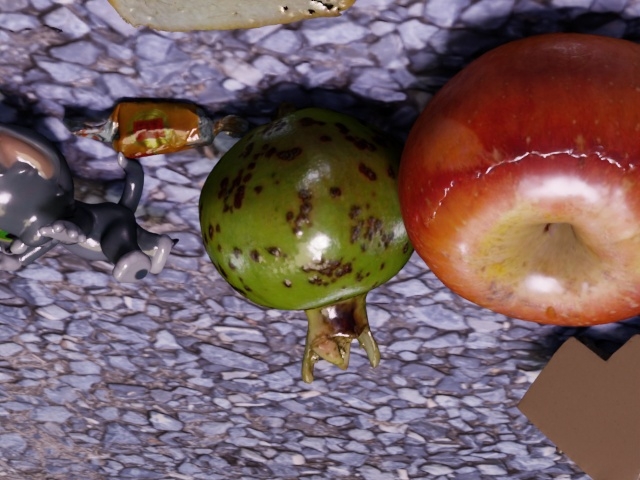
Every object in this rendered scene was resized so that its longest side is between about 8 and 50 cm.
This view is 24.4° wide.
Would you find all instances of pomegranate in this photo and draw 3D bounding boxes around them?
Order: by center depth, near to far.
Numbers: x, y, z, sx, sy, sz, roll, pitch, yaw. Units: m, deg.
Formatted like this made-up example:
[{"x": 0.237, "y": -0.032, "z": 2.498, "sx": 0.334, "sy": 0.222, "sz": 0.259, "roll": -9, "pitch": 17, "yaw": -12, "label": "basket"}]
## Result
[{"x": 0.000, "y": 0.000, "z": 1.352, "sx": 0.211, "sy": 0.263, "sz": 0.211, "roll": -15, "pitch": -175, "yaw": 1, "label": "pomegranate"}]

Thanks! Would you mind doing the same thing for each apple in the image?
[{"x": 0.203, "y": -0.058, "z": 1.241, "sx": 0.271, "sy": 0.206, "sz": 0.251, "roll": -15, "pitch": 134, "yaw": 29, "label": "apple"}]

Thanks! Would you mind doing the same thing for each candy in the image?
[{"x": -0.157, "y": -0.103, "z": 1.387, "sx": 0.182, "sy": 0.046, "sz": 0.053, "roll": 0, "pitch": 152, "yaw": 7, "label": "candy"}]

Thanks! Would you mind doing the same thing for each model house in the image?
[{"x": 0.363, "y": 0.201, "z": 1.743, "sx": 0.181, "sy": 0.176, "sz": 0.248, "roll": 42, "pitch": -175, "yaw": 23, "label": "model house"}]

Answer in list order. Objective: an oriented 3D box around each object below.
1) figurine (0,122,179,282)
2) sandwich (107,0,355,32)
[{"x": -0.250, "y": -0.035, "z": 1.442, "sx": 0.265, "sy": 0.140, "sz": 0.193, "roll": 7, "pitch": 177, "yaw": -27, "label": "figurine"}, {"x": -0.105, "y": -0.249, "z": 1.048, "sx": 0.226, "sy": 0.087, "sz": 0.251, "roll": 3, "pitch": 151, "yaw": 31, "label": "sandwich"}]
